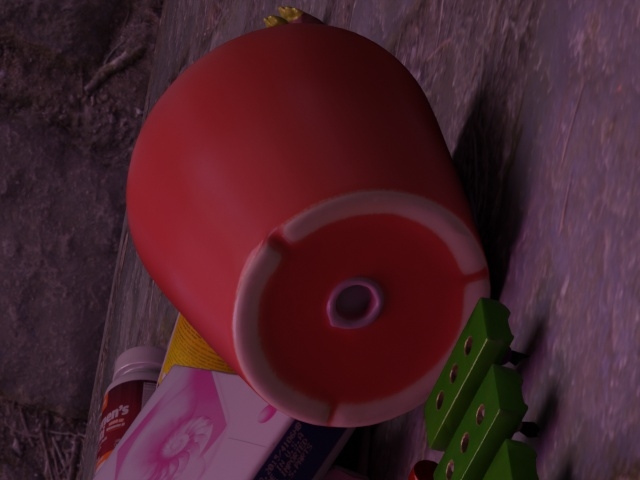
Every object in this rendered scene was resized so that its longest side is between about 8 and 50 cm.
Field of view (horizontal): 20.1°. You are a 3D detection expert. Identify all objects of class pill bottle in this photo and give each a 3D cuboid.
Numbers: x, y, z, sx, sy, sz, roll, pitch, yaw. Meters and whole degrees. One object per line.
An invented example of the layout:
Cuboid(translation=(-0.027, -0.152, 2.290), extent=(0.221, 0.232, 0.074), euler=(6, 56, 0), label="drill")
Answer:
Cuboid(translation=(-0.110, 0.110, 2.079), extent=(0.117, 0.117, 0.215), euler=(-96, 21, -56), label="pill bottle")
Cuboid(translation=(-0.254, 0.265, 2.585), extent=(0.221, 0.121, 0.121), euler=(-90, 17, -45), label="pill bottle")

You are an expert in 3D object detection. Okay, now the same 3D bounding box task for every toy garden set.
Cuboid(translation=(0.102, 0.193, 1.175), extent=(0.244, 0.049, 0.204), euler=(-94, 22, -51), label="toy garden set")

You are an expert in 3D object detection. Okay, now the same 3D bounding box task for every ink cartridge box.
Cuboid(translation=(-0.161, 0.251, 1.512), extent=(0.330, 0.071, 0.324), euler=(1, 51, 57), label="ink cartridge box")

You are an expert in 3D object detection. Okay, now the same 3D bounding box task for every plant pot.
Cuboid(translation=(0.000, 0.000, 1.385), extent=(0.243, 0.275, 0.275), euler=(-120, 43, -61), label="plant pot")

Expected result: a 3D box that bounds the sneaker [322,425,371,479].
Cuboid(translation=(0.002, 0.130, 1.614), extent=(0.131, 0.112, 0.319), euler=(-47, 35, 39), label="sneaker")

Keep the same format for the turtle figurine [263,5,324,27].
Cuboid(translation=(-0.059, -0.171, 2.203), extent=(0.269, 0.087, 0.217), euler=(123, 165, -81), label="turtle figurine")
